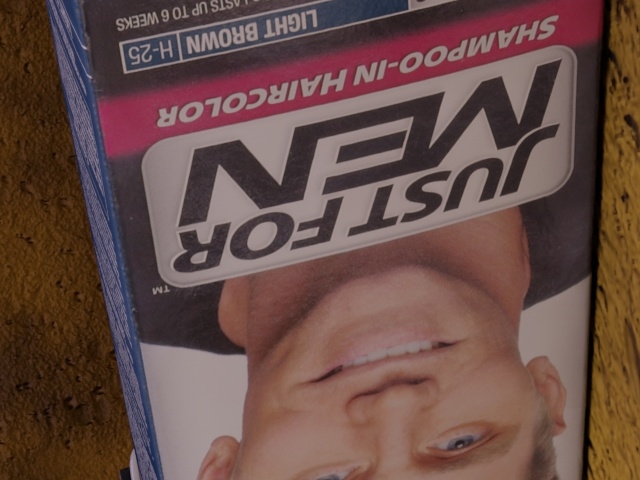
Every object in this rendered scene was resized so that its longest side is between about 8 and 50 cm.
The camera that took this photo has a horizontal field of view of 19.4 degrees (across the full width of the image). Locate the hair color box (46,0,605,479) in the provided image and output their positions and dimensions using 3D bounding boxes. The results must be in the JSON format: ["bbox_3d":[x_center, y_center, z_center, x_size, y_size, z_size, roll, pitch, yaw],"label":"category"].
[{"bbox_3d":[0.006,0.002,0.696,0.105,0.174,0.347,-115,14,-46],"label":"hair color box"}]

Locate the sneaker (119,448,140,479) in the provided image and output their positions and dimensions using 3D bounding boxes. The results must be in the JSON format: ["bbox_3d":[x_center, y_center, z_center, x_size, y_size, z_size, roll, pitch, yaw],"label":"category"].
[{"bbox_3d":[-0.119,0.215,1.810,0.235,0.153,0.094,125,132,-78],"label":"sneaker"}]
